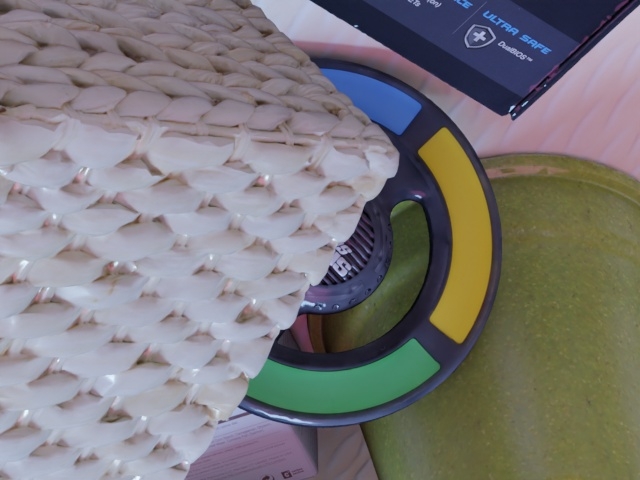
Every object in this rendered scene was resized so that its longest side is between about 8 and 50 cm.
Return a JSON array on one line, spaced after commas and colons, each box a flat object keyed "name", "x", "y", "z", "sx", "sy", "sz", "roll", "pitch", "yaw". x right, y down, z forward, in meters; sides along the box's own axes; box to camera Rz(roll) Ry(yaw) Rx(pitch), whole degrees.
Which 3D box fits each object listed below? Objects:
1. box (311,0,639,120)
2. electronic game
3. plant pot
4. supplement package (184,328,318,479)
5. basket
[{"name": "box", "x": 0.094, "y": -0.238, "z": 1.031, "sx": 0.295, "sy": 0.073, "sz": 0.293, "roll": 29, "pitch": 125, "yaw": -30}, {"name": "electronic game", "x": 0.000, "y": 0.000, "z": 1.159, "sx": 0.229, "sy": 0.229, "sz": 0.048, "roll": 4, "pitch": 170, "yaw": -10}, {"name": "plant pot", "x": 0.137, "y": 0.128, "z": 1.251, "sx": 0.276, "sy": 0.254, "sz": 0.276, "roll": -3, "pitch": 133, "yaw": -3}, {"name": "supplement package", "x": -0.081, "y": 0.077, "z": 1.266, "sx": 0.105, "sy": 0.105, "sz": 0.179, "roll": -18, "pitch": 124, "yaw": 12}, {"name": "basket", "x": -0.197, "y": -0.015, "z": 0.948, "sx": 0.331, "sy": 0.266, "sz": 0.328, "roll": 2, "pitch": 126, "yaw": -56}]
